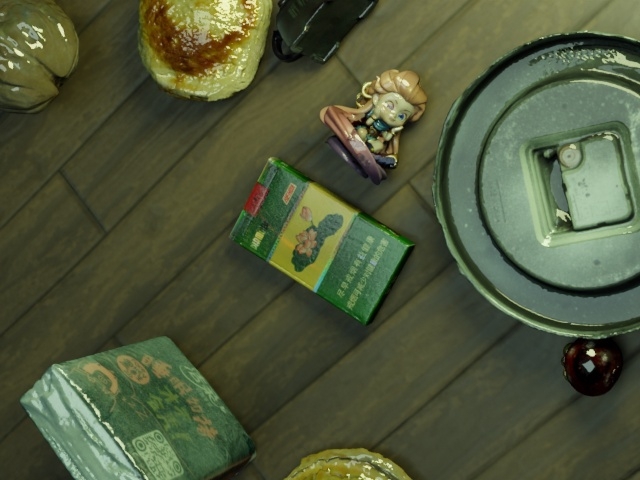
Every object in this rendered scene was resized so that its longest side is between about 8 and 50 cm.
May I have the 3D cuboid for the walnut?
[{"bbox_3d":[-0.449,-0.284,1.991,0.230,0.178,0.178,32,105,20],"label":"walnut"}]

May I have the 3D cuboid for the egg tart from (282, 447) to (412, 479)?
[{"bbox_3d":[0.024,0.428,1.908,0.290,0.107,0.291,2,95,21],"label":"egg tart"}]

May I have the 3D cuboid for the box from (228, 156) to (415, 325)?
[{"bbox_3d":[0.000,0.000,1.913,0.235,0.034,0.132,32,106,15],"label":"box"}]

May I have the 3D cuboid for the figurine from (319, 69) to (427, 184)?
[{"bbox_3d":[0.070,-0.159,1.842,0.126,0.114,0.157,35,76,-17],"label":"figurine"}]

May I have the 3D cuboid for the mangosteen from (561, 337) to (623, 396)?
[{"bbox_3d":[0.343,0.156,1.772,0.080,0.081,0.081,2,96,21],"label":"mangosteen"}]

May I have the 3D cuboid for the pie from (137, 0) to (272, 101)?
[{"bbox_3d":[-0.164,-0.292,1.920,0.178,0.084,0.205,20,99,18],"label":"pie"}]

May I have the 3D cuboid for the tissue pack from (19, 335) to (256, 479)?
[{"bbox_3d":[-0.234,0.251,1.878,0.103,0.315,0.228,-42,79,18],"label":"tissue pack"}]

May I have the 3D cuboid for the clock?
[{"bbox_3d":[0.334,-0.070,1.756,0.386,0.076,0.386,2,96,20],"label":"clock"}]

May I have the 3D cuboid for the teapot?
[{"bbox_3d":[-0.006,-0.316,1.861,0.177,0.087,0.096,-49,60,17],"label":"teapot"}]
